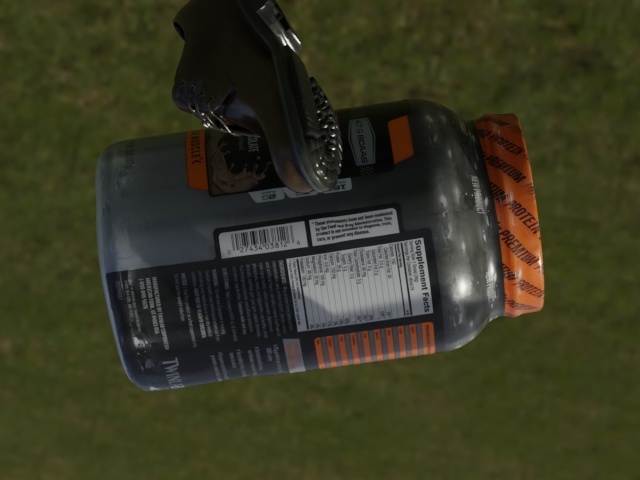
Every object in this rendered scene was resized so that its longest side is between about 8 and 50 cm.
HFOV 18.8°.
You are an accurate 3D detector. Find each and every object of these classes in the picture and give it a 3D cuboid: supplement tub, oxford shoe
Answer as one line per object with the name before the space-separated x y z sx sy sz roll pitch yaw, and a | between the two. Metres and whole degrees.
supplement tub | 0.000 0.000 1.553 0.338 0.207 0.207 -8 164 0
oxford shoe | -0.048 -0.097 1.341 0.096 0.227 0.083 -31 132 5
